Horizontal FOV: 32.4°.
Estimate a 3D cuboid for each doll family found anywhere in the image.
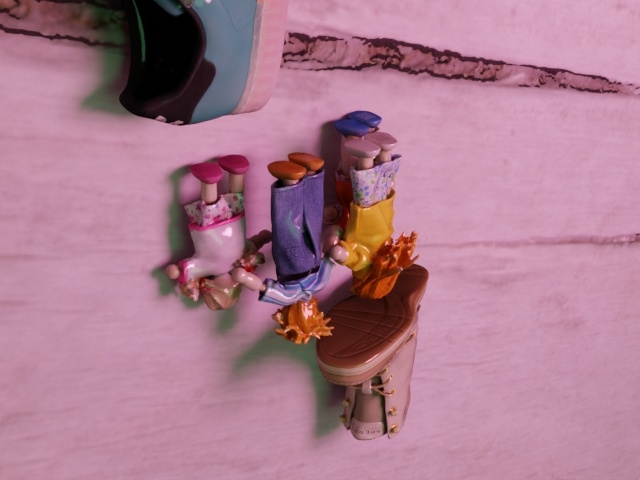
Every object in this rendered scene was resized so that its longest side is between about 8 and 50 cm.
[{"bbox_3d":[0.000,0.000,0.964,0.263,0.118,0.163,-22,123,-37],"label":"doll family"}]

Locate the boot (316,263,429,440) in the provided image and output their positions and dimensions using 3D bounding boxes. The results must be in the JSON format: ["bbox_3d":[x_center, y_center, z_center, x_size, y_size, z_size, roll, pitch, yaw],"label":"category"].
[{"bbox_3d":[0.048,0.129,1.071,0.213,0.077,0.165,-47,147,-60],"label":"boot"}]

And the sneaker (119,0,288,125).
[{"bbox_3d":[-0.088,-0.223,0.778,0.121,0.108,0.302,-21,124,-43],"label":"sneaker"}]
